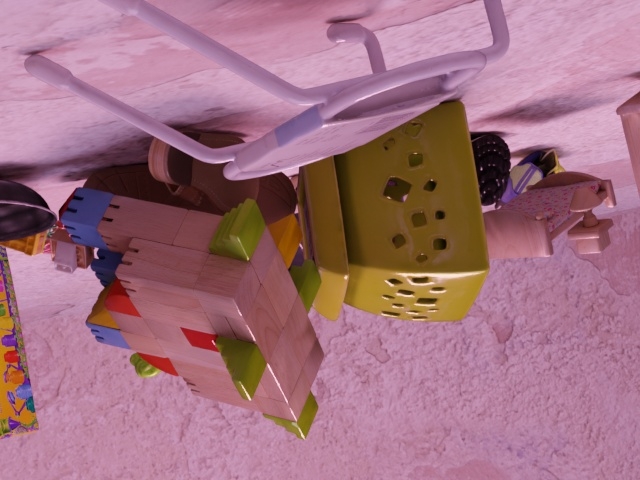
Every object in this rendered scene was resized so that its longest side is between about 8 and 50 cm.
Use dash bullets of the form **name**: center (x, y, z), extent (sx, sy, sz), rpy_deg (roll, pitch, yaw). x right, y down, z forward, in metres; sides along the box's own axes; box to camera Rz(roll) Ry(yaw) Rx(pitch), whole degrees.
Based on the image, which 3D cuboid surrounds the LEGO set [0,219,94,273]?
- **LEGO set**: center (-0.401, 0.008, 1.735), extent (0.287, 0.132, 0.107), rpy_deg (-20, -179, 17)

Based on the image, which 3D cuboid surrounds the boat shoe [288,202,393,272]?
- **boat shoe**: center (0.000, 0.000, 2.347), extent (0.500, 0.156, 0.187), rpy_deg (-7, 175, -29)

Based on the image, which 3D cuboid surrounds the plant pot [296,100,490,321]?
- **plant pot**: center (0.081, -0.023, 1.755), extent (0.207, 0.228, 0.227), rpy_deg (-6, 161, -6)

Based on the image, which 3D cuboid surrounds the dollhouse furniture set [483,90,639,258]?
- **dollhouse furniture set**: center (0.342, -0.112, 1.957), extent (0.355, 0.174, 0.303), rpy_deg (-3, -161, 40)

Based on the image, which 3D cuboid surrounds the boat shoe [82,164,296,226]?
- **boat shoe**: center (-0.170, -0.049, 1.745), extent (0.285, 0.103, 0.092), rpy_deg (-5, 177, -28)

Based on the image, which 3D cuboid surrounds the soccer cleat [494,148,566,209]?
- **soccer cleat**: center (0.387, -0.107, 2.420), extent (0.121, 0.093, 0.289), rpy_deg (-60, 165, 23)

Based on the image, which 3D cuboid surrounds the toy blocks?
- **toy blocks**: center (-0.159, 0.076, 1.631), extent (0.261, 0.191, 0.381), rpy_deg (11, 150, 22)

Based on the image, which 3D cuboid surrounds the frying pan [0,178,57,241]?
- **frying pan**: center (-0.448, -0.032, 1.540), extent (0.326, 0.053, 0.197), rpy_deg (3, 164, -35)

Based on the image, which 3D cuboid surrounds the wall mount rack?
- **wall mount rack**: center (-0.041, -0.128, 1.057), extent (0.304, 0.130, 0.350), rpy_deg (-13, 176, -24)

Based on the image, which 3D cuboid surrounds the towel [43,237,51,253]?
- **towel**: center (-0.334, -0.010, 2.179), extent (0.197, 0.029, 0.144), rpy_deg (-12, 178, 5)

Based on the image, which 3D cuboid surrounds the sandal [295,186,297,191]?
- **sandal**: center (0.016, -0.110, 1.863), extent (0.067, 0.040, 0.179), rpy_deg (-15, 163, -30)

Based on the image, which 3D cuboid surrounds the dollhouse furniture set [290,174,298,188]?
- **dollhouse furniture set**: center (-0.007, -0.056, 2.105), extent (0.114, 0.081, 0.091), rpy_deg (-8, 173, -39)

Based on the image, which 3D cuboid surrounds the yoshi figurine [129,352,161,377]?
- **yoshi figurine**: center (-0.279, 0.100, 2.241), extent (0.203, 0.203, 0.362), rpy_deg (-56, 177, -10)

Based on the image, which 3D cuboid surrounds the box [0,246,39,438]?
- **box**: center (-0.568, 0.154, 1.949), extent (0.177, 0.290, 0.279), rpy_deg (-14, 174, 28)

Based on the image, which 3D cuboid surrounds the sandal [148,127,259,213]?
- **sandal**: center (-0.150, -0.087, 1.588), extent (0.079, 0.088, 0.240), rpy_deg (11, 177, 22)

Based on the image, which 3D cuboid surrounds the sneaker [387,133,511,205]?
- **sneaker**: center (0.167, -0.106, 2.039), extent (0.124, 0.107, 0.283), rpy_deg (13, -166, 37)
